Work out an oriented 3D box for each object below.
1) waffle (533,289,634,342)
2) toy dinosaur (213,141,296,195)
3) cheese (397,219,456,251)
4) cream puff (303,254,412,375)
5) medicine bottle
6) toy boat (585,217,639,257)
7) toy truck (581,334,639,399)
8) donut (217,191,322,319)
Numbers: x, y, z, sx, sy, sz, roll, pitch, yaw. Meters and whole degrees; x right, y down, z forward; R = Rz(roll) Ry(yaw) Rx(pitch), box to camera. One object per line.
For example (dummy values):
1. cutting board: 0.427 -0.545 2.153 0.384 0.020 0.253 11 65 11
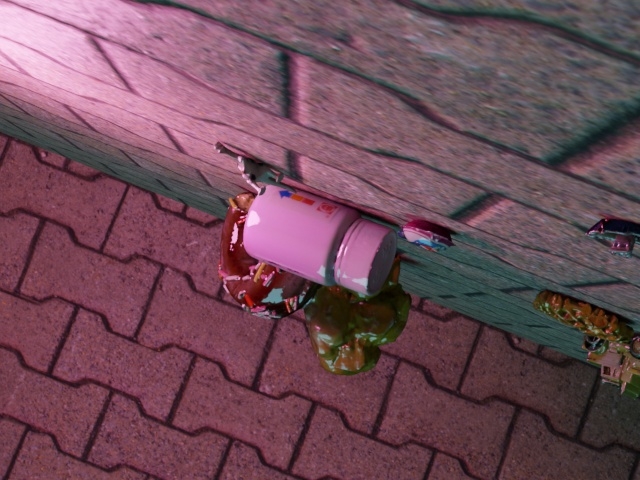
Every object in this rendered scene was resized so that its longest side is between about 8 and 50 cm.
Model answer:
1. waffle: 0.501 0.150 1.684 0.194 0.051 0.149 20 174 12
2. toy dinosaur: -0.113 -0.118 1.477 0.106 0.044 0.187 34 -167 18
3. cheese: 0.166 -0.007 1.438 0.095 0.038 0.145 22 175 -12
4. cream puff: 0.104 0.160 2.170 0.257 0.325 0.291 -12 171 18
5. medicine bottle: 0.000 0.000 1.602 0.254 0.152 0.152 21 176 19
6. toy boat: 0.307 0.001 0.882 0.083 0.038 0.038 18 175 26
7. toy truck: 0.652 0.265 1.827 0.128 0.135 0.259 24 178 -28
8. donut: -0.116 0.036 1.913 0.136 0.260 0.345 15 -179 -33
